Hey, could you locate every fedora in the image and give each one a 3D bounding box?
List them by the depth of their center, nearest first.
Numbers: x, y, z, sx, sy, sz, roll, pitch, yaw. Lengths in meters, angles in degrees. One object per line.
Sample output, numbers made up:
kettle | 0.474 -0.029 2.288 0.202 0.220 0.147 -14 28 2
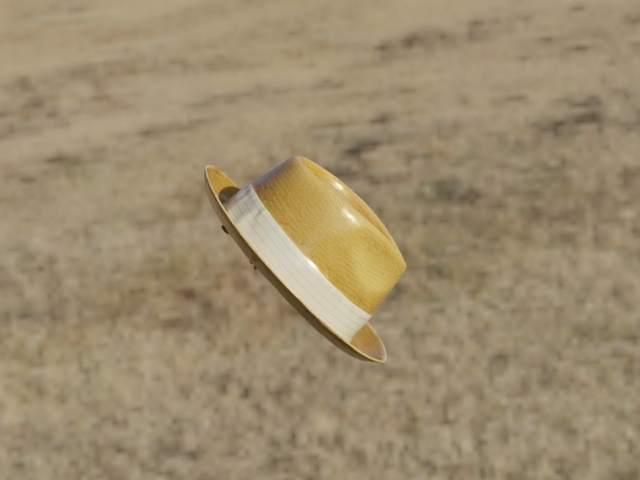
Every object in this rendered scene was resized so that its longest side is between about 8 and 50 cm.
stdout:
fedora | 0.000 0.000 1.318 0.079 0.194 0.194 -42 10 8
